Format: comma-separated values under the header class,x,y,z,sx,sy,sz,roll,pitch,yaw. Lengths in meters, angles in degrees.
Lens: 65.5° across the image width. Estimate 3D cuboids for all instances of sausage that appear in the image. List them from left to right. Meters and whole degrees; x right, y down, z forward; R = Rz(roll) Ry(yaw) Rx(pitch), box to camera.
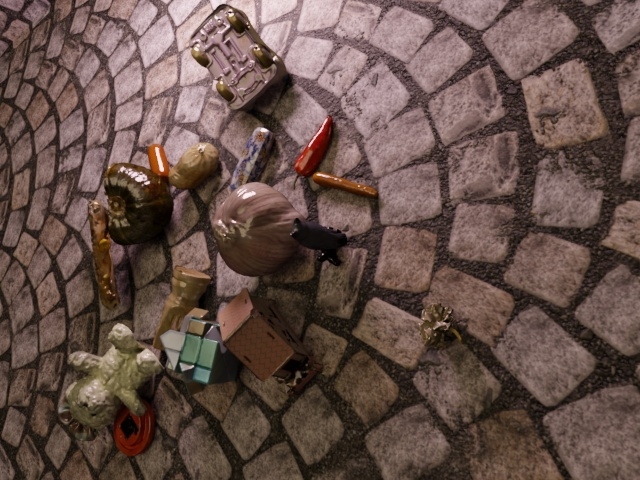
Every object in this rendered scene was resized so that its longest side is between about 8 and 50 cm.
class,x,y,z,sx,sy,sz,roll,pitch,yaw
sausage,-0.661,-0.313,2.030,0.076,0.076,0.197,-34,62,22

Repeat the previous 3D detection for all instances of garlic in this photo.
class,x,y,z,sx,sy,sz,roll,pitch,yaw
garlic,-0.202,-0.035,1.542,0.318,0.260,0.317,13,107,48

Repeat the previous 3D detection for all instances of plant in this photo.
class,x,y,z,sx,sy,sz,roll,pitch,yaw
plant,0.309,0.218,1.243,0.122,0.105,0.116,2,79,53

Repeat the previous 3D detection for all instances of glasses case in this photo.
class,x,y,z,sx,sy,sz,roll,pitch,yaw
glasses case,-0.241,-0.279,1.755,0.087,0.065,0.247,25,91,32

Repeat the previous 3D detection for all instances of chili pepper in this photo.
class,x,y,z,sx,sy,sz,roll,pitch,yaw
chili pepper,-0.025,-0.286,1.623,0.071,0.063,0.272,31,93,22

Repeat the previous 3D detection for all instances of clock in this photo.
class,x,y,z,sx,sy,sz,roll,pitch,yaw
clock,-0.683,0.675,1.810,0.205,0.051,0.205,-10,72,32

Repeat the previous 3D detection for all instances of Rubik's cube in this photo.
class,x,y,z,sx,sy,sz,roll,pitch,yaw
Rubik's cube,-0.382,0.359,1.600,0.213,0.224,0.265,9,80,18

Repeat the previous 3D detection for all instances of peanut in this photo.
class,x,y,z,sx,sy,sz,roll,pitch,yaw
peanut,-0.478,-0.274,1.871,0.224,0.129,0.129,-42,59,20

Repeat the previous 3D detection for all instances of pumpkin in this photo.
class,x,y,z,sx,sy,sz,roll,pitch,yaw
pumpkin,-0.681,-0.139,1.930,0.233,0.242,0.324,2,104,4

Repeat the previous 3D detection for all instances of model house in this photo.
class,x,y,z,sx,sy,sz,roll,pitch,yaw
model house,-0.176,0.296,1.455,0.169,0.244,0.326,-43,59,3

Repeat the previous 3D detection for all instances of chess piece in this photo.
class,x,y,z,sx,sy,sz,roll,pitch,yaw
chess piece,-0.496,0.248,1.752,0.137,0.137,0.300,21,92,35

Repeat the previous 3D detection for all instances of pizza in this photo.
class,x,y,z,sx,sy,sz,roll,pitch,yaw
pizza,-0.881,0.020,2.008,0.392,0.080,0.434,-147,54,-60

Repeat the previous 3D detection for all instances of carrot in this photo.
class,x,y,z,sx,sy,sz,roll,pitch,yaw
carrot,0.075,-0.171,1.542,0.248,0.043,0.043,20,89,32

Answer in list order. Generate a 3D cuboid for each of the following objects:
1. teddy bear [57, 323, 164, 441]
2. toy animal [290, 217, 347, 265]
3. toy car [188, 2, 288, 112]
class,x,y,z,sx,sy,sz,roll,pitch,yaw
teddy bear,-0.753,0.512,1.713,0.327,0.375,0.362,45,62,0
toy animal,0.000,-0.001,1.441,0.117,0.210,0.120,3,80,32
toy car,-0.289,-0.656,1.818,0.242,0.226,0.336,-38,87,19
